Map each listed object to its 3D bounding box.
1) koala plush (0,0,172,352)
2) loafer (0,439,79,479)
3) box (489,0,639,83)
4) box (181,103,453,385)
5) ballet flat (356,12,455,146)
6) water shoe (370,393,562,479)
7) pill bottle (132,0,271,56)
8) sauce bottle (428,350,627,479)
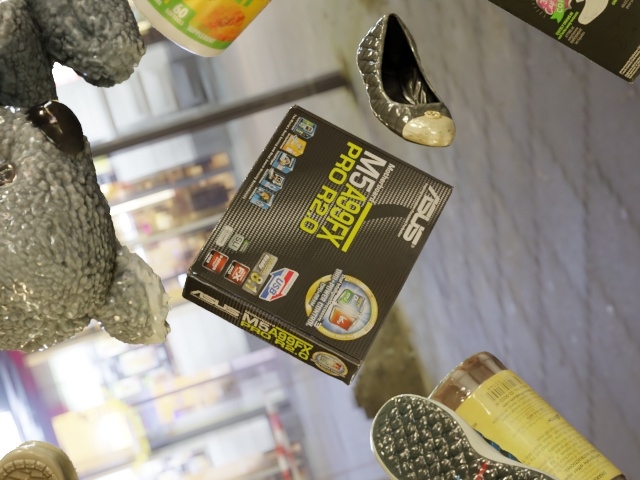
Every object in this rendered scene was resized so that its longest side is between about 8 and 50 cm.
[{"bbox_3d":[-0.177,-0.027,0.810,0.196,0.203,0.221,7,-142,-50],"label":"koala plush"},{"bbox_3d":[-0.303,0.305,1.681,0.092,0.102,0.268,-77,-6,-50],"label":"loafer"},{"bbox_3d":[0.107,-0.116,0.619,0.052,0.083,0.062,-57,5,42],"label":"box"},{"bbox_3d":[0.000,0.000,1.745,0.216,0.270,0.060,28,149,4],"label":"box"},{"bbox_3d":[0.066,-0.127,1.238,0.173,0.057,0.049,-116,36,-51],"label":"ballet flat"},{"bbox_3d":[0.123,0.192,1.204,0.203,0.073,0.080,30,169,39],"label":"water shoe"},{"bbox_3d":[-0.071,-0.310,1.510,0.136,0.245,0.136,37,-156,-20],"label":"pill bottle"},{"bbox_3d":[0.244,0.254,1.474,0.344,0.111,0.111,44,161,26],"label":"sauce bottle"}]
